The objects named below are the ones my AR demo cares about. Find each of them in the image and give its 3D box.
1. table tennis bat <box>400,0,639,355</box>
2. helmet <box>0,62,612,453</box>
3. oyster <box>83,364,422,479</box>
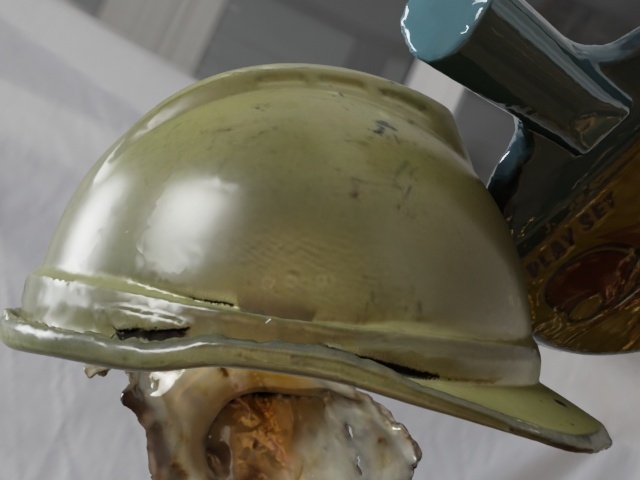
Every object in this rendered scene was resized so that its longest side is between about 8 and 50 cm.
[{"bbox_3d":[0.148,-0.039,0.771,0.329,0.215,0.044,26,26,-47],"label":"table tennis bat"},{"bbox_3d":[0.005,-0.003,0.716,0.258,0.137,0.204,10,-1,-4],"label":"helmet"},{"bbox_3d":[-0.057,0.163,1.411,0.275,0.271,0.100,-4,-6,-4],"label":"oyster"}]
